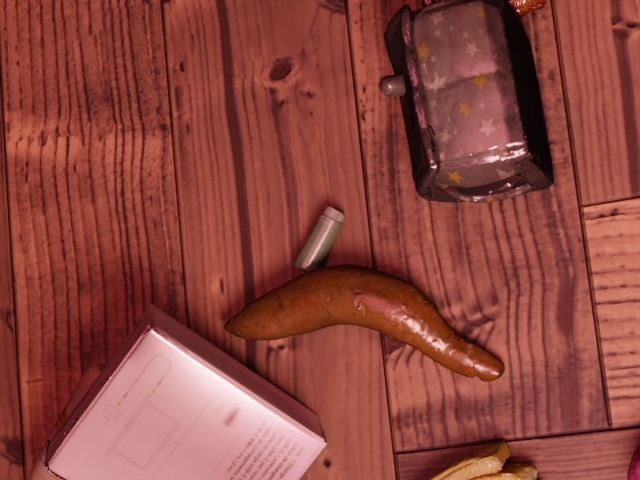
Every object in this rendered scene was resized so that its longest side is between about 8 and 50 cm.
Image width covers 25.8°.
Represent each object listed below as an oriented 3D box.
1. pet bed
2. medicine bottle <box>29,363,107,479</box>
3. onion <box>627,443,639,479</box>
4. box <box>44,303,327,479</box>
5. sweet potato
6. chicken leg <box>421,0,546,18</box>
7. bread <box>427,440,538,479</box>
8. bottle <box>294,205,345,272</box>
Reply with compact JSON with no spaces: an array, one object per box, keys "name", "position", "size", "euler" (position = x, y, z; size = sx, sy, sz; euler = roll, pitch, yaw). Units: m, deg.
[{"name":"pet bed","position":[0.154,-0.149,1.546],"size":[0.159,0.183,0.211],"euler":[-12,78,18]},{"name":"medicine bottle","position":[-0.289,0.281,1.698],"size":[0.114,0.114,0.252],"euler":[30,95,23]},{"name":"onion","position":[0.373,0.250,1.453],"size":[0.104,0.115,0.115],"euler":[-38,63,60]},{"name":"box","position":[-0.153,0.228,1.594],"size":[0.252,0.106,0.203],"euler":[35,97,-12]},{"name":"sweet potato","position":[0.050,0.083,1.616],"size":[0.346,0.079,0.108],"euler":[10,115,21]},{"name":"chicken leg","position":[0.211,-0.292,1.612],"size":[0.219,0.048,0.089],"euler":[2,64,23]},{"name":"bread","position":[0.175,0.296,1.537],"size":[0.156,0.064,0.117],"euler":[-33,76,13]},{"name":"bottle","position":[0.000,0.000,1.668],"size":[0.030,0.030,0.083],"euler":[29,93,23]}]
